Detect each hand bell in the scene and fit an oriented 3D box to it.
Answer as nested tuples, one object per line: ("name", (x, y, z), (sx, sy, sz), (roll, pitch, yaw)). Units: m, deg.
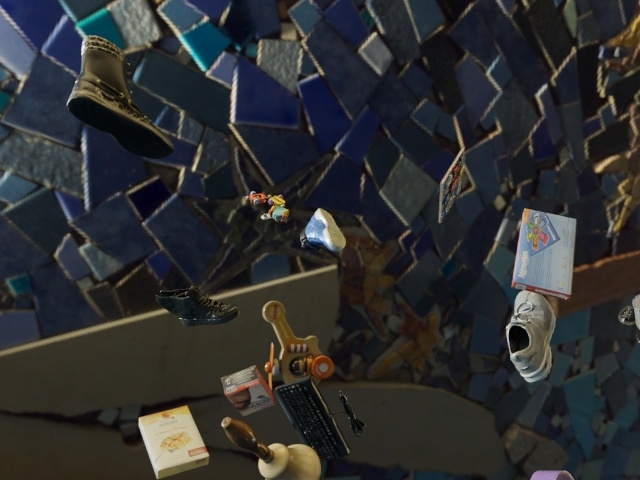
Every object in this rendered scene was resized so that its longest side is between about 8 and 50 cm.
("hand bell", (-0.109, 0.394, 1.115), (0.126, 0.126, 0.242), (18, 153, 44))

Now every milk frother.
("milk frother", (0.895, 0.202, 1.663), (0.143, 0.129, 0.135), (7, 133, 41))

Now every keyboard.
("keyboard", (0.013, 0.523, 1.757), (0.033, 0.201, 0.317), (-94, -19, -64))

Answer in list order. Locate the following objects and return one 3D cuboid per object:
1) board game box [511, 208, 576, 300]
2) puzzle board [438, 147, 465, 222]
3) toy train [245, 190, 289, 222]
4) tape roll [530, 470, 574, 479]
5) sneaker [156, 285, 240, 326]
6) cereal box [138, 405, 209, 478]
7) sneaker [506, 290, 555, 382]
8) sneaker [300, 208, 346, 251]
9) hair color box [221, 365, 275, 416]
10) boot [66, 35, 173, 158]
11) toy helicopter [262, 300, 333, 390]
("board game box", (0.603, 0.031, 1.600), (0.145, 0.281, 0.027), (14, 140, 13))
("puzzle board", (0.258, -0.107, 1.161), (0.011, 0.128, 0.096), (16, 135, 25))
("toy train", (-0.174, -0.106, 1.990), (0.125, 0.046, 0.166), (-8, -141, -21))
("tape roll", (0.690, 0.775, 1.749), (0.080, 0.189, 0.189), (-18, 150, 41))
("sneaker", (-0.266, 0.138, 1.301), (0.170, 0.089, 0.051), (-10, -157, 17))
("cereal box", (-0.493, 0.669, 1.996), (0.172, 0.047, 0.240), (-7, -148, -30))
("sneaker", (0.546, 0.225, 1.567), (0.115, 0.281, 0.105), (41, 128, -22))
("sneaker", (0.001, 0.000, 1.298), (0.058, 0.085, 0.152), (27, -159, -31))
("hair color box", (-0.183, 0.389, 1.531), (0.167, 0.093, 0.053), (72, 177, -54))
("boot", (-0.387, -0.283, 1.196), (0.085, 0.179, 0.236), (-22, 148, 28))
("toy helicopter", (-0.125, 0.392, 2.179), (0.355, 0.234, 0.140), (63, 164, 1))
